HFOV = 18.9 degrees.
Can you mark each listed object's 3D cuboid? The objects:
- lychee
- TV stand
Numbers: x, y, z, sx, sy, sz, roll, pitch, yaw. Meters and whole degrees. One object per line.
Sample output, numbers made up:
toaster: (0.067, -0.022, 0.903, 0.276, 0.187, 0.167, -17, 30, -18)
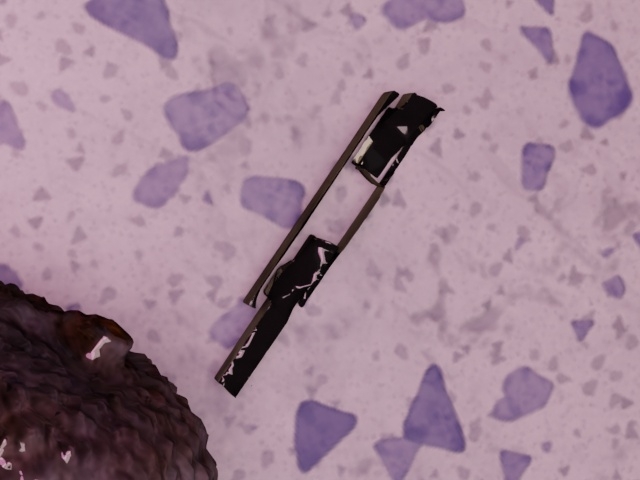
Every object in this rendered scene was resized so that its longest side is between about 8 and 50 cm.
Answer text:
lychee: (-0.211, 0.161, 1.195, 0.300, 0.300, 0.300, 0, 93, -11)
TV stand: (0.000, 0.000, 1.350, 0.042, 0.036, 0.249, 35, 86, -12)
